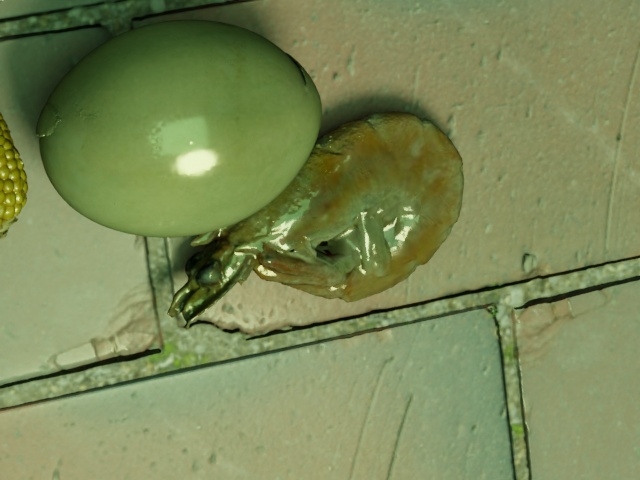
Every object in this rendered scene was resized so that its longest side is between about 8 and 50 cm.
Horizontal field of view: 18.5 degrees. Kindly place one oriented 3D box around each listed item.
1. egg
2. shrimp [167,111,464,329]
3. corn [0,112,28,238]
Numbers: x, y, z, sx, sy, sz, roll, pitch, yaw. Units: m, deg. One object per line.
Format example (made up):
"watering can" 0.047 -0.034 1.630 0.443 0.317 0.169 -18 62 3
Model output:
"egg" -0.120 -0.097 1.699 0.253 0.186 0.187 -10 104 -17
"shrimp" 0.000 0.000 1.818 0.317 0.077 0.168 -34 111 -12
"corn" -0.335 -0.134 1.675 0.106 0.106 0.293 -23 104 -12
